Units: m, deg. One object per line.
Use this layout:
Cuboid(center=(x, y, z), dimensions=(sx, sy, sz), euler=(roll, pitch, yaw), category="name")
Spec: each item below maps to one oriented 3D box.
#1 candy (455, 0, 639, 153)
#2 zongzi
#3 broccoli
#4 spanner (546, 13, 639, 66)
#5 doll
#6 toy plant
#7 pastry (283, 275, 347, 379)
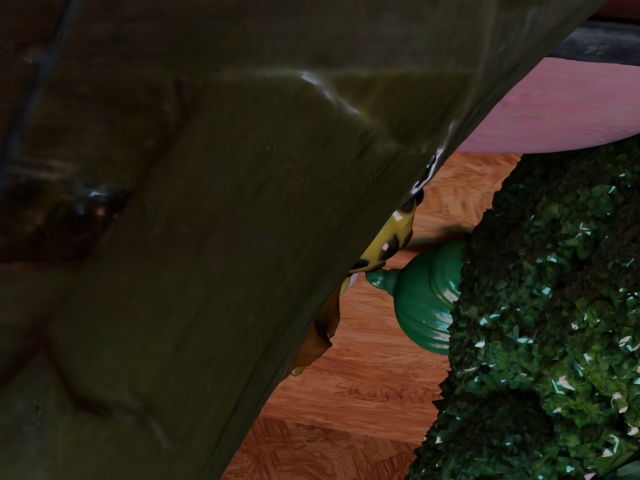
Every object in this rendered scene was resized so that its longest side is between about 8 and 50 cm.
Cuboid(center=(0.053, -0.113, 0.746), dimensions=(0.255, 0.094, 0.255), euler=(8, 167, 2), category="candy")
Cuboid(center=(0.012, -0.043, 0.514), dimensions=(0.393, 0.356, 0.174), euler=(3, 159, 9), category="zongzi")
Cuboid(center=(0.220, 0.050, 0.902), dimensions=(0.413, 0.321, 0.310), euler=(-31, 119, 3), category="broccoli")
Cuboid(center=(0.156, -0.072, 0.661), dimensions=(0.254, 0.015, 0.054), euler=(4, 148, -15), category="spanner")
Cuboid(center=(0.000, 0.001, 1.284), dimensions=(0.117, 0.086, 0.291), euler=(-20, 176, -18), category="doll")
Cuboid(center=(0.128, 0.052, 1.404), dimensions=(0.200, 0.105, 0.143), euler=(17, 160, 11), category="toy plant")
Cuboid(center=(-0.179, 0.020, 0.904), dimensions=(0.292, 0.337, 0.405), euler=(44, -169, 20), category="pastry")
